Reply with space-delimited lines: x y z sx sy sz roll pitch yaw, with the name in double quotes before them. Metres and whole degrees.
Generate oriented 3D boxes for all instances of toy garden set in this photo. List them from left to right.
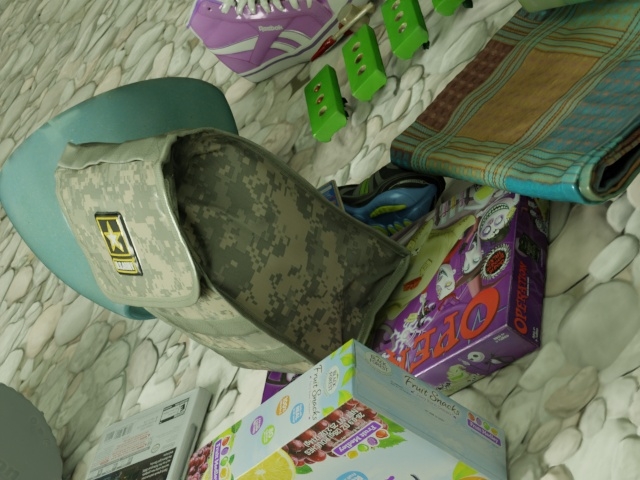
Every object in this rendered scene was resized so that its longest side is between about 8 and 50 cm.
"toy garden set" 0.078 -0.243 2.026 0.244 0.049 0.204 -45 29 22

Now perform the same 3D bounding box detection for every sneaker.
"sneaker" -0.064 -0.298 2.208 0.282 0.161 0.102 -26 36 44
"sneaker" 0.065 -0.039 1.796 0.078 0.067 0.188 -44 17 -26

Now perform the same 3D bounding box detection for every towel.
"towel" 0.228 -0.149 1.599 0.271 0.040 0.370 -46 23 -12

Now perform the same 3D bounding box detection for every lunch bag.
"lunch bag" -0.102 0.002 1.656 0.235 0.287 0.169 -1 58 59

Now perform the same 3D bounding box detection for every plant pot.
"plant pot" -0.202 -0.024 2.035 0.290 0.290 0.195 -39 66 31

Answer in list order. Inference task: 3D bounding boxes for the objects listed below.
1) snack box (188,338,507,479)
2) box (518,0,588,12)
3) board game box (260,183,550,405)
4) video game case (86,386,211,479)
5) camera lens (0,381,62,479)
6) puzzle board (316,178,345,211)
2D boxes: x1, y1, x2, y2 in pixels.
"snack box" 0.021 0.190 1.447 0.207 0.174 0.070 -37 34 32
"box" 0.332 -0.323 1.620 0.232 0.058 0.322 -52 22 -21
"board game box" 0.071 0.079 1.648 0.347 0.056 0.208 -33 37 38
"video game case" -0.202 0.259 1.933 0.190 0.022 0.173 -26 37 45
"camera lens" -0.464 0.303 2.101 0.274 0.219 0.219 -32 34 40
"puzzle board" 0.000 0.000 1.821 0.128 0.011 0.096 -30 74 58
